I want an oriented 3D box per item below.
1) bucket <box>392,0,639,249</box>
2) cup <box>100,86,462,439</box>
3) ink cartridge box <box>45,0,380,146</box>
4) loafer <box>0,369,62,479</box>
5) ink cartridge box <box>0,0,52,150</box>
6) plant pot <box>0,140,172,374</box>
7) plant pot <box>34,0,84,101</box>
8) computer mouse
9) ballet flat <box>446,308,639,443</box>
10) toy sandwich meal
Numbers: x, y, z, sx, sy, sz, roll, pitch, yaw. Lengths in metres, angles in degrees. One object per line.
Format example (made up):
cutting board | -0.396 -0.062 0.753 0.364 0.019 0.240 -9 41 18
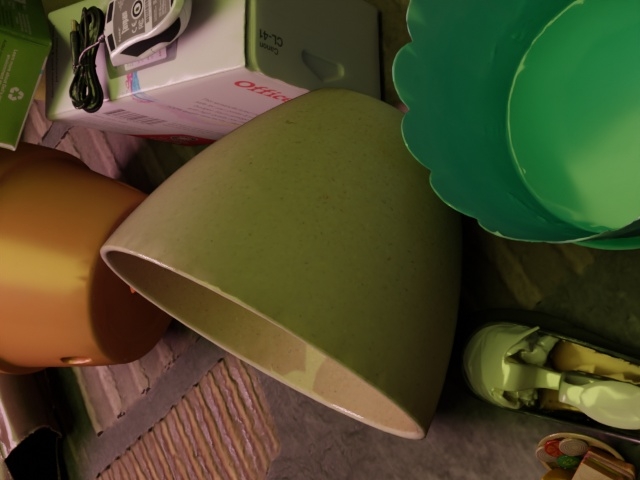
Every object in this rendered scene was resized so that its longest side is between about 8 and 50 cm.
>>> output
bucket | 0.219 -0.123 0.683 0.281 0.183 0.281 -4 84 38
cup | 0.000 0.000 0.789 0.331 0.331 0.237 17 70 37
ink cartridge box | -0.118 -0.193 0.920 0.306 0.226 0.131 -5 83 36
loafer | -0.418 0.247 1.187 0.130 0.134 0.366 -11 90 32
ink cartridge box | -0.395 -0.154 0.955 0.255 0.097 0.189 -63 33 23
plant pot | -0.303 0.033 1.027 0.203 0.291 0.291 9 92 22
plant pot | -0.424 -0.304 1.116 0.276 0.254 0.276 -41 40 48
computer mouse | -0.175 -0.198 0.798 0.193 0.042 0.106 -16 72 41
ballet flat | 0.207 0.114 0.727 0.280 0.096 0.095 8 90 38
toy sandwich meal | 0.226 0.198 0.724 0.085 0.029 0.085 18 139 16
